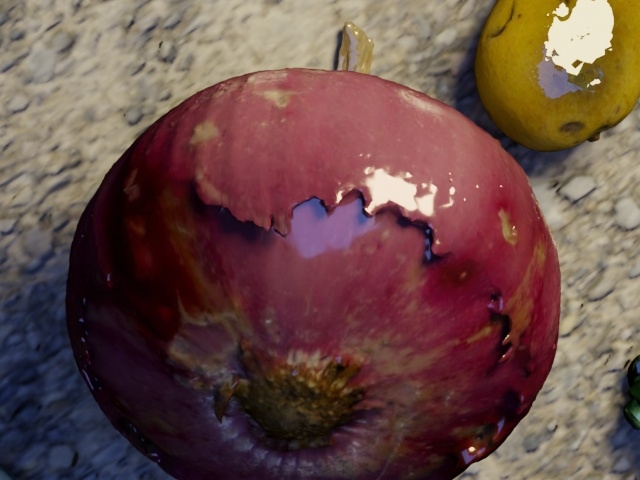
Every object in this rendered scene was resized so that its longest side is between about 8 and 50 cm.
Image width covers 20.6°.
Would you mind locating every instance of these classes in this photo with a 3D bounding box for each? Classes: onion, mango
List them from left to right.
[{"bbox_3d":[-0.003,0.034,1.300,0.358,0.345,0.358,2,106,5],"label":"onion"},{"bbox_3d":[0.196,-0.166,1.395,0.137,0.098,0.195,9,88,-4],"label":"mango"}]

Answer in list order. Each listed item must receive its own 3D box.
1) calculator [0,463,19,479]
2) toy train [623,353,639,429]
[{"bbox_3d":[-0.354,0.272,1.377,0.293,0.051,0.173,-18,98,-6],"label":"calculator"},{"bbox_3d":[0.331,0.111,1.451,0.170,0.071,0.111,-40,108,-4],"label":"toy train"}]
